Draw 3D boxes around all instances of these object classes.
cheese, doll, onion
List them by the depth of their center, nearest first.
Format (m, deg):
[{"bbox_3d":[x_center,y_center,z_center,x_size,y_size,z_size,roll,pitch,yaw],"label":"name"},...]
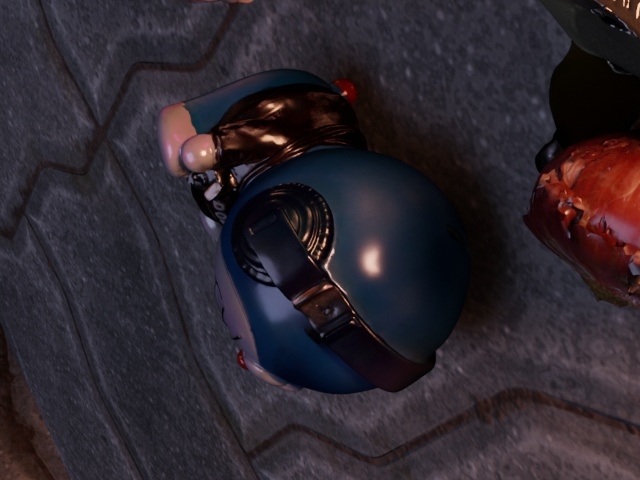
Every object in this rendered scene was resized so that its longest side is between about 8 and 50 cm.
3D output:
[{"bbox_3d":[0.226,-0.022,0.843,0.184,0.184,0.147,20,91,53],"label":"onion"},{"bbox_3d":[0.198,-0.091,0.944,0.086,0.036,0.162,54,150,16],"label":"cheese"},{"bbox_3d":[0.000,0.000,1.159,0.284,0.240,0.310,36,-155,-56],"label":"doll"}]

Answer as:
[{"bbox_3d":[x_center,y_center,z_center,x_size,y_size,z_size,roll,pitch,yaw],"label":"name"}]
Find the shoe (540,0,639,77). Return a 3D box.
[{"bbox_3d":[0.235,-0.136,0.802,0.293,0.109,0.149,42,-173,7],"label":"shoe"}]

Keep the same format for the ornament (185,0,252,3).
[{"bbox_3d":[-0.087,-0.324,1.053,0.259,0.225,0.259,41,144,39],"label":"ornament"}]
